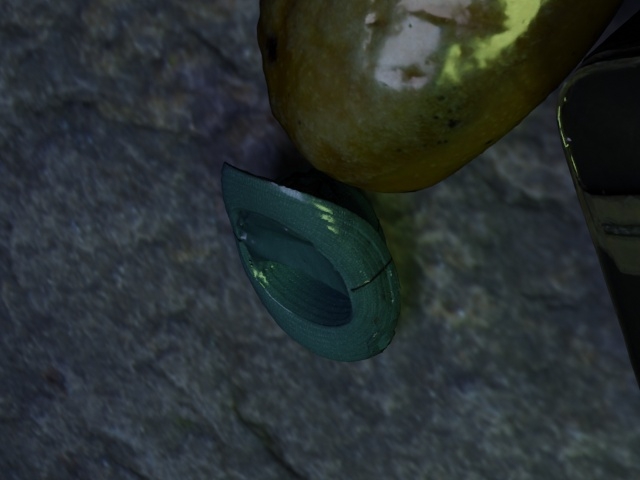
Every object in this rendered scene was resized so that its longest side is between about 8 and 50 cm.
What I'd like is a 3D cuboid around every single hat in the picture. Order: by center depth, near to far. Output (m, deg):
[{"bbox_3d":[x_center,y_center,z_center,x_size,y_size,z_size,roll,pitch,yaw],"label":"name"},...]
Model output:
[{"bbox_3d":[0.000,0.000,1.178,0.138,0.078,0.191,25,149,32],"label":"hat"}]

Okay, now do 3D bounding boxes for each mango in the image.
[{"bbox_3d":[0.089,-0.170,0.953,0.176,0.175,0.329,32,118,-26],"label":"mango"}]

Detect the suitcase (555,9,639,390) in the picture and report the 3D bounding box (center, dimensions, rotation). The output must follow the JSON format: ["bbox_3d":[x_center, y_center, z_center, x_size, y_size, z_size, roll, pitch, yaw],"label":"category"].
[{"bbox_3d":[0.303,0.045,0.898,0.283,0.194,0.434,-5,112,38],"label":"suitcase"}]
